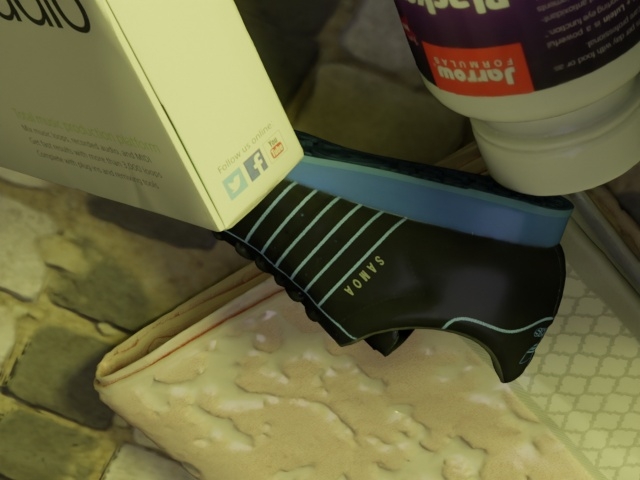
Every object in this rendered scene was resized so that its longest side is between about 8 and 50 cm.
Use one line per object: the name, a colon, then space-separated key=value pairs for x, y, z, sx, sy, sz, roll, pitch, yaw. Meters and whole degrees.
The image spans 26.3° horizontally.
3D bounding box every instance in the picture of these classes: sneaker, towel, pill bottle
sneaker: x=0.000 y=0.000 z=0.650 sx=0.232 sy=0.081 sz=0.090 roll=15 pitch=103 yaw=20
towel: x=0.087 y=0.117 z=0.795 sx=0.317 sy=0.053 sz=0.332 roll=-30 pitch=119 yaw=30
pill bottle: x=0.080 y=-0.117 z=0.559 sx=0.108 sy=0.108 sz=0.193 roll=-11 pitch=127 yaw=18

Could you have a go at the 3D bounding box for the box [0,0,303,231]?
box: x=-0.157 y=-0.157 z=0.526 sx=0.232 sy=0.058 sz=0.322 roll=15 pitch=140 yaw=44
